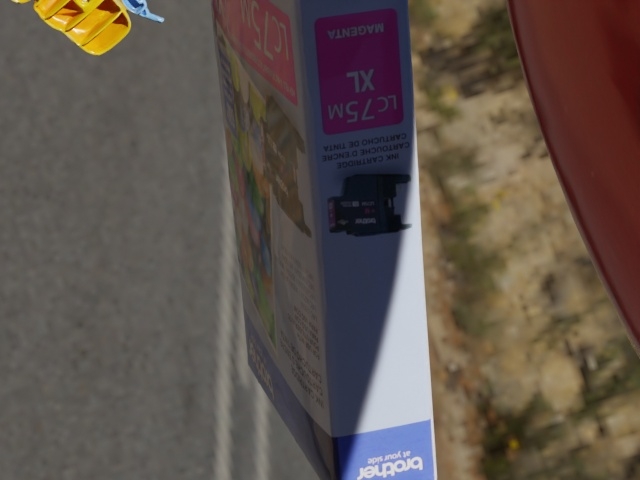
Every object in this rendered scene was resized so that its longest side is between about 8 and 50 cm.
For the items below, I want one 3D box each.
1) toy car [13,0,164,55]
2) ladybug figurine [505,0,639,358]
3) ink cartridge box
[{"bbox_3d":[-0.032,-0.100,0.503,0.040,0.122,0.060,45,0,-28],"label":"toy car"},{"bbox_3d":[0.174,-0.079,0.424,0.162,0.305,0.449,22,43,-54],"label":"ladybug figurine"},{"bbox_3d":[0.000,0.000,0.958,0.186,0.065,0.311,-129,-150,-64],"label":"ink cartridge box"}]
